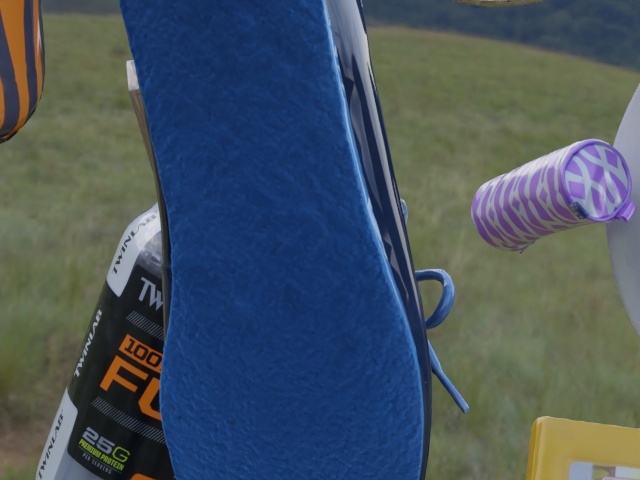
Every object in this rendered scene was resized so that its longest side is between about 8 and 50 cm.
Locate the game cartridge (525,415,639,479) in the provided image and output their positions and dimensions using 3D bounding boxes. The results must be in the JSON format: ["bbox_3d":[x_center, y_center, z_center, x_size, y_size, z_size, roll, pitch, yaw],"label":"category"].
[{"bbox_3d":[0.306,0.315,1.057,0.285,0.053,0.324,6,51,10],"label":"game cartridge"}]

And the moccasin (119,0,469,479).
[{"bbox_3d":[0.000,0.000,0.550,0.137,0.342,0.117,2,18,14],"label":"moccasin"}]

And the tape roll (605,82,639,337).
[{"bbox_3d":[0.418,-0.028,1.100,0.072,0.392,0.392,-1,16,-34],"label":"tape roll"}]

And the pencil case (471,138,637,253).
[{"bbox_3d":[0.232,-0.041,1.248,0.088,0.086,0.206,40,-18,-11],"label":"pencil case"}]

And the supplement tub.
[{"bbox_3d":[-0.116,0.112,1.147,0.207,0.338,0.207,20,11,-4],"label":"supplement tub"}]

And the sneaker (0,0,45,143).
[{"bbox_3d":[-0.110,-0.188,0.401,0.180,0.321,0.124,-6,20,19],"label":"sneaker"}]

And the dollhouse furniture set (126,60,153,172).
[{"bbox_3d":[-0.106,-0.224,1.269,0.173,0.303,0.356,-11,45,-2],"label":"dollhouse furniture set"}]

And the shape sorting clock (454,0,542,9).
[{"bbox_3d":[0.157,-0.237,0.860,0.206,0.206,0.040,18,-24,37],"label":"shape sorting clock"}]
